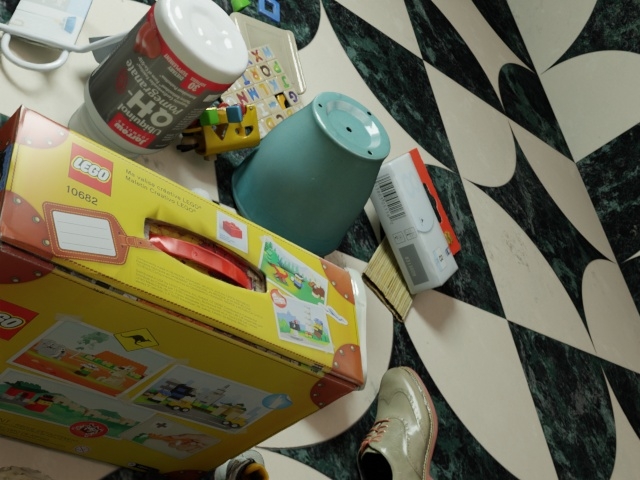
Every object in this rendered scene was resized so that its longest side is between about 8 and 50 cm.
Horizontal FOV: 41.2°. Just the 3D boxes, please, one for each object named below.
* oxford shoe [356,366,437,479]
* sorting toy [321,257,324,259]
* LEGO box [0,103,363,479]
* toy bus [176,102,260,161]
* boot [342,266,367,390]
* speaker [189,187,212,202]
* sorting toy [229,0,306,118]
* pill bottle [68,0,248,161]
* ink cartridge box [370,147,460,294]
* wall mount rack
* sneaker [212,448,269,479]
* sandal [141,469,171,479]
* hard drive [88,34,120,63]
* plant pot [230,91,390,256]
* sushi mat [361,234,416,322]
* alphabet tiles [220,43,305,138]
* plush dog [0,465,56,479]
[{"bbox_3d":[0.136,0.373,1.584,0.130,0.123,0.348,28,40,-28],"label":"oxford shoe"},{"bbox_3d":[0.000,0.000,1.821,0.061,0.042,0.102,40,35,-21],"label":"sorting toy"},{"bbox_3d":[-0.255,0.109,1.084,0.500,0.372,0.193,28,40,-36],"label":"LEGO box"},{"bbox_3d":[-0.218,-0.210,1.667,0.191,0.202,0.104,-38,123,-65],"label":"toy bus"},{"bbox_3d":[-0.007,0.155,1.574,0.176,0.088,0.244,5,59,-7],"label":"boot"},{"bbox_3d":[-0.242,-0.039,1.533,0.055,0.055,0.136,45,34,-14],"label":"speaker"},{"bbox_3d":[-0.132,-0.437,2.039,0.196,0.047,0.348,4,66,-45],"label":"sorting toy"},{"bbox_3d":[-0.283,-0.256,1.430,0.176,0.318,0.176,32,38,-30],"label":"pill bottle"},{"bbox_3d":[0.264,-0.072,2.110,0.385,0.091,0.308,-32,99,-59],"label":"ink cartridge box"},{"bbox_3d":[-0.425,-0.435,1.523,0.304,0.130,0.350,14,45,-12],"label":"wall mount rack"},{"bbox_3d":[-0.106,0.365,1.264,0.088,0.092,0.225,49,8,-5],"label":"sneaker"},{"bbox_3d":[-0.191,0.389,1.215,0.179,0.040,0.067,40,11,-20],"label":"sandal"},{"bbox_3d":[-0.278,-0.338,1.575,0.172,0.254,0.054,15,76,-76],"label":"hard drive"},{"bbox_3d":[-0.002,-0.150,1.713,0.271,0.255,0.272,25,38,-21],"label":"plant pot"},{"bbox_3d":[0.190,0.059,2.034,0.151,0.019,0.316,50,33,-8],"label":"sushi mat"},{"bbox_3d":[-0.141,-0.336,1.932,0.237,0.009,0.198,-33,95,-48],"label":"alphabet tiles"},{"bbox_3d":[-0.343,0.344,0.954,0.262,0.210,0.225,38,12,-23],"label":"plush dog"}]
